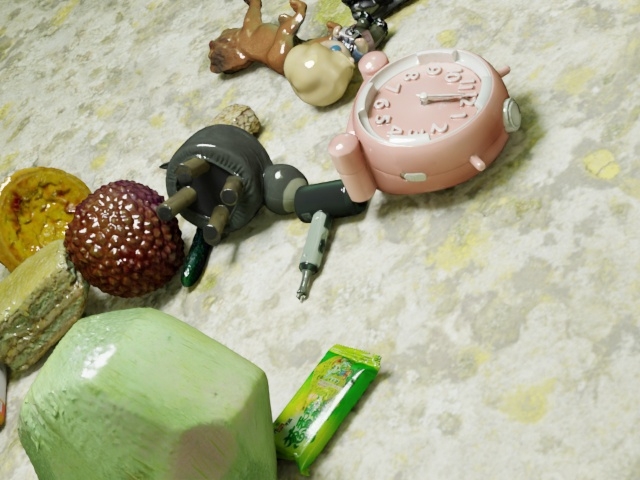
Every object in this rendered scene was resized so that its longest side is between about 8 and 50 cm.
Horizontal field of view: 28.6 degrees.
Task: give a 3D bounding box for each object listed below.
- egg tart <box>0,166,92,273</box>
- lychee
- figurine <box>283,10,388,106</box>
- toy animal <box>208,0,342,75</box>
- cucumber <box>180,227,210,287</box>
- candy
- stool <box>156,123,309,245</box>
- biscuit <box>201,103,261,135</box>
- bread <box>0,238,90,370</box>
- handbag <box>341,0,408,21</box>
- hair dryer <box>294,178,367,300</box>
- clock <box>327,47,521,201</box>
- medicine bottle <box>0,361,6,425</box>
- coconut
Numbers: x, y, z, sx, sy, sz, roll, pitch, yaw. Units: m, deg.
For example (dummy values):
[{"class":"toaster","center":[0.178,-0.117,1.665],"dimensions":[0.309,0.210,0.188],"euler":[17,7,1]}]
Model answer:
[{"class":"egg tart","center":[-0.489,-0.022,2.124],"dimensions":[0.147,0.202,0.202],"euler":[-5,46,55]},{"class":"lychee","center":[-0.293,0.001,1.931],"dimensions":[0.188,0.188,0.188],"euler":[-24,38,20]},{"class":"figurine","center":[0.031,-0.303,2.042],"dimensions":[0.114,0.108,0.196],"euler":[36,68,28]},{"class":"toy animal","center":[-0.089,-0.344,2.212],"dimensions":[0.312,0.097,0.157],"euler":[20,77,48]},{"class":"cucumber","center":[-0.189,0.020,1.934],"dimensions":[0.032,0.032,0.133],"euler":[-15,41,30]},{"class":"candy","center":[-0.002,0.206,1.566],"dimensions":[0.102,0.032,0.178],"euler":[16,62,49]},{"class":"stool","center":[-0.140,-0.088,1.884],"dimensions":[0.228,0.153,0.139],"euler":[-11,23,25]},{"class":"biscuit","center":[-0.170,-0.157,2.079],"dimensions":[0.082,0.070,0.168],"euler":[16,59,44]},{"class":"bread","center":[-0.448,0.098,1.995],"dimensions":[0.196,0.102,0.138],"euler":[-43,30,8]},{"class":"handbag","center":[0.142,-0.555,2.171],"dimensions":[0.327,0.162,0.325],"euler":[-35,33,15]},{"class":"hair dryer","center":[0.000,0.000,1.786],"dimensions":[0.100,0.057,0.198],"euler":[-8,54,36]},{"class":"clock","center":[0.162,-0.158,1.749],"dimensions":[0.241,0.142,0.227],"euler":[-3,48,26]},{"class":"medicine bottle","center":[-0.583,0.222,1.987],"dimensions":[0.149,0.112,0.222],"euler":[-31,36,11]},{"class":"coconut","center":[-0.191,0.234,1.490],"dimensions":[0.328,0.328,0.281],"euler":[-14,28,30]}]
